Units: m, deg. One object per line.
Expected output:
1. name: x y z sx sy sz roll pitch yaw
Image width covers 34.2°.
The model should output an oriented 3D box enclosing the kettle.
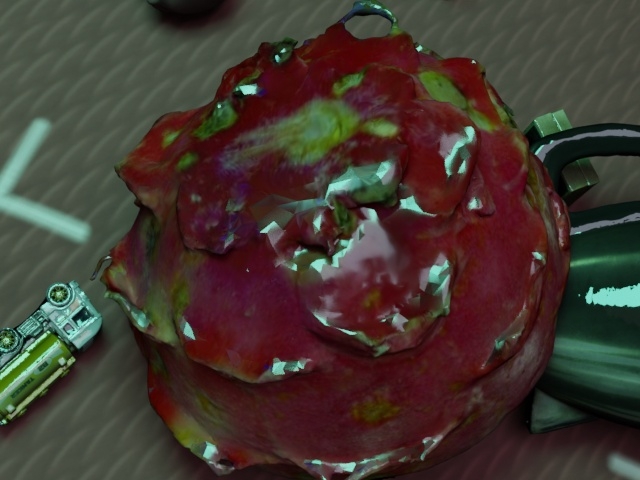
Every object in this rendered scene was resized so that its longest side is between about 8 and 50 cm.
1. kettle: 0.271 0.053 0.890 0.271 0.251 0.207 2 35 4

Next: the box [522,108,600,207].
1. box: 0.221 -0.072 0.990 0.035 0.083 0.079 -21 76 -16

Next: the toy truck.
1. toy truck: -0.236 0.093 0.868 0.063 0.052 0.123 46 71 2

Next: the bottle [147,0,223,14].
1. bottle: -0.155 -0.325 0.989 0.110 0.110 0.233 -21 76 -16

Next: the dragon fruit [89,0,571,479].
1. dragon fruit: 0.000 0.000 0.799 0.386 0.249 0.371 -14 69 8
